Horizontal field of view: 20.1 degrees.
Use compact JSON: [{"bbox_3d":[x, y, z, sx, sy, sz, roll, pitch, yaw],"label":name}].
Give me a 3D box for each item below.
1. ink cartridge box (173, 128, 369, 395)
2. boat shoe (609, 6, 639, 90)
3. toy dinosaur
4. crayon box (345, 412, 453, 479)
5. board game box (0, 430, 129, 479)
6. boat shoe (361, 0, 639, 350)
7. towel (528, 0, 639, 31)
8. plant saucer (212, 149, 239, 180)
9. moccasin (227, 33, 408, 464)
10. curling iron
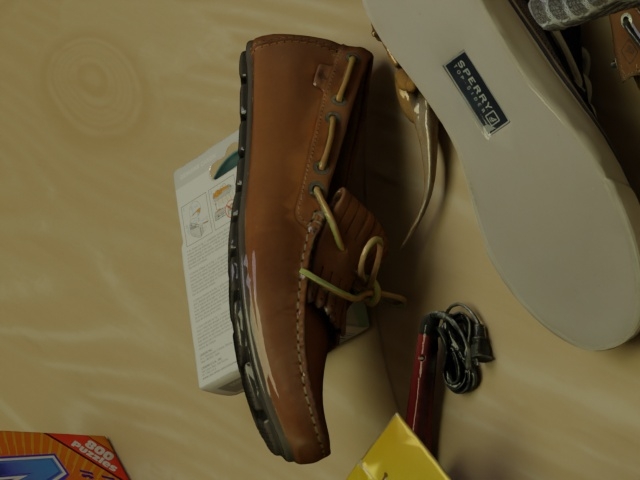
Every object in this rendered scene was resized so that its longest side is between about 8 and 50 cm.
[{"bbox_3d":[-0.051,0.007,1.644,0.181,0.056,0.224,-30,58,39],"label":"ink cartridge box"},{"bbox_3d":[0.242,-0.145,1.248,0.104,0.111,0.307,-60,42,27],"label":"boat shoe"},{"bbox_3d":[0.088,-0.112,1.505,0.112,0.064,0.211,110,155,-61],"label":"toy dinosaur"},{"bbox_3d":[0.061,0.311,1.407,0.202,0.081,0.318,52,125,32],"label":"crayon box"},{"bbox_3d":[-0.361,0.427,1.739,0.356,0.356,0.356,53,125,43],"label":"board game box"},{"bbox_3d":[0.171,-0.094,1.343,0.127,0.158,0.340,-26,91,38],"label":"boat shoe"},{"bbox_3d":[0.280,-0.191,1.066,0.235,0.284,0.121,22,122,52],"label":"towel"},{"bbox_3d":[-0.068,-0.028,1.710,0.119,0.021,0.119,-13,74,51],"label":"plant saucer"},{"bbox_3d":[0.000,0.002,1.495,0.139,0.147,0.380,88,-177,-56],"label":"moccasin"},{"bbox_3d":[0.083,0.184,1.463,0.068,0.035,0.274,23,102,52],"label":"curling iron"}]
